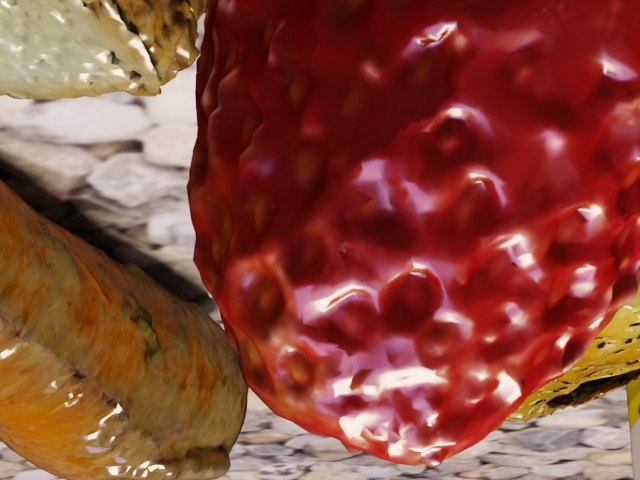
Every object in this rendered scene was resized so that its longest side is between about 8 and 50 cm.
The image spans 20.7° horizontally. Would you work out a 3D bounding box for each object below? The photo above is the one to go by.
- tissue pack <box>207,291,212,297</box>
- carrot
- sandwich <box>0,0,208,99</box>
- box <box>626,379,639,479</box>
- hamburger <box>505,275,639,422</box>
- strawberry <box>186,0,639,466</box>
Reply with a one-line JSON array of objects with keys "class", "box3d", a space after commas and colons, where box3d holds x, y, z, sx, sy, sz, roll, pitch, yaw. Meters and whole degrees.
[{"class": "tissue pack", "box3d": [0.000, 0.000, 0.960, 0.122, 0.026, 0.193, 4, 158, -2]}, {"class": "carrot", "box3d": [-0.153, 0.057, 1.000, 0.139, 0.138, 0.302, -9, 148, 27]}, {"class": "sandwich", "box3d": [-0.201, -0.131, 0.579, 0.273, 0.095, 0.249, -4, 153, 20]}, {"class": "box", "box3d": [0.272, 0.178, 1.049, 0.097, 0.265, 0.168, -20, 148, 38]}, {"class": "hamburger", "box3d": [0.123, 0.022, 0.865, 0.185, 0.113, 0.177, -9, 154, 4]}, {"class": "strawberry", "box3d": [0.047, -0.054, 0.522, 0.205, 0.244, 0.205, 21, 170, 4]}]
